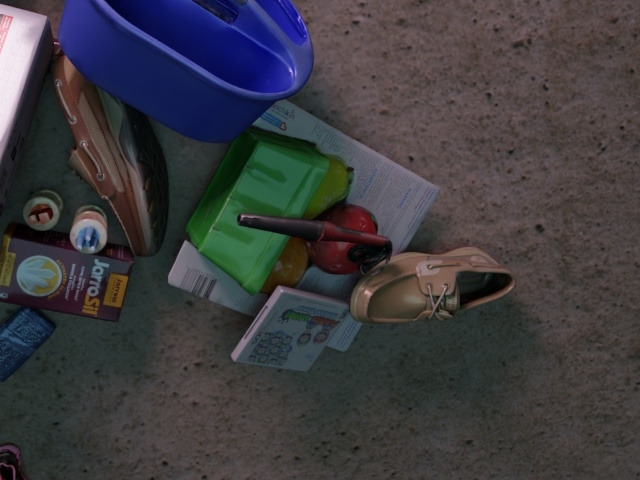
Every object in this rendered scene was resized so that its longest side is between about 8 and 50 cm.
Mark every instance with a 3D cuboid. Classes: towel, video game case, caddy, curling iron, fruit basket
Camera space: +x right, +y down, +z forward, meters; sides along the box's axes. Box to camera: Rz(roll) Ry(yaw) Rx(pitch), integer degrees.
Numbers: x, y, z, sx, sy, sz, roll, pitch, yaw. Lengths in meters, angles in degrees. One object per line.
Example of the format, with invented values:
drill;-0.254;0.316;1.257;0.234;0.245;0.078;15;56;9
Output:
towel;-0.475;0.158;1.214;0.119;0.029;0.067;-47;113;-8
video game case;-0.042;0.141;1.219;0.157;0.019;0.143;17;115;-43
caddy;-0.171;-0.292;1.029;0.341;0.241;0.179;29;140;-20
curling iron;0.000;0.000;1.136;0.274;0.035;0.068;15;104;-37
fruit basket;-0.021;-0.017;1.240;0.353;0.165;0.327;24;99;-34

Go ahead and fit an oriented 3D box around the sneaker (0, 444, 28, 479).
sneaker;-0.499;0.394;1.265;0.047;0.057;0.119;-16;110;-11

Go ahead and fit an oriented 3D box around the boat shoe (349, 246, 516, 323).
boat shoe;0.188;0.080;1.278;0.302;0.098;0.109;-10;115;-31

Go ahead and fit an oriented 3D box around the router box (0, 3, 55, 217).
router box;-0.533;-0.163;0.986;0.301;0.082;0.335;13;71;-8

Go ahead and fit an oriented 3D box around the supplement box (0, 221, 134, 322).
supplement box;-0.387;0.049;1.183;0.188;0.081;0.104;13;102;-17

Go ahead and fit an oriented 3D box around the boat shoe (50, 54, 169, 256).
boat shoe;-0.305;-0.127;1.145;0.116;0.123;0.324;-6;112;8

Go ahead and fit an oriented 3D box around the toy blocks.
toy blocks;-0.369;-0.024;1.131;0.123;0.148;0.054;19;100;-18

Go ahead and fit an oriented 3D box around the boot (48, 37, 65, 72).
boot;-0.370;-0.291;1.119;0.114;0.037;0.106;-2;104;-8
